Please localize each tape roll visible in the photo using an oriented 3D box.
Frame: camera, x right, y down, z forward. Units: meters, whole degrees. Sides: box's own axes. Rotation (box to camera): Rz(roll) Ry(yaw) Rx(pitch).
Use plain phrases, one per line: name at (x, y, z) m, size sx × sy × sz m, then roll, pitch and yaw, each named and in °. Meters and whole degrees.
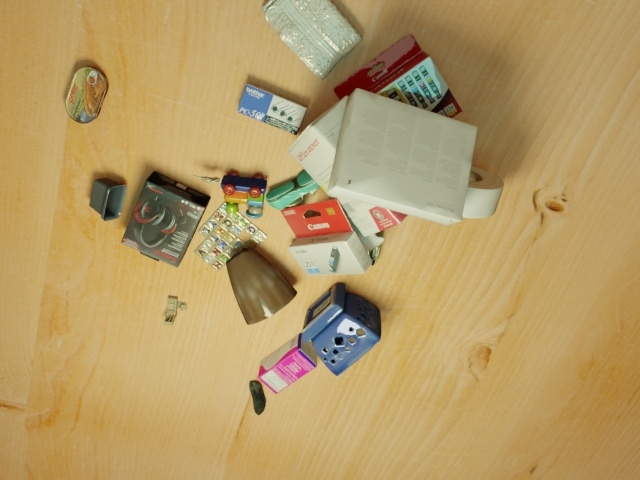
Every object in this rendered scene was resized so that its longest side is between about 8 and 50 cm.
tape roll at (0.432, -0.172, 1.763) m, size 0.286 × 0.286 × 0.100 m, roll 10°, pitch 115°, yaw -3°

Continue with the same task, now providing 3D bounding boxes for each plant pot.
plant pot at (0.070, 0.310, 2.027) m, size 0.212 × 0.236 × 0.236 m, roll 42°, pitch 109°, yaw -10°
plant pot at (-0.235, 0.148, 1.982) m, size 0.215 × 0.215 × 0.230 m, roll -30°, pitch 100°, yaw 14°

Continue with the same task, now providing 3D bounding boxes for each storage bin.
storage bin at (-0.736, -0.151, 1.908) m, size 0.091 × 0.098 × 0.135 m, roll 31°, pitch 115°, yaw 17°

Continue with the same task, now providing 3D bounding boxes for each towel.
towel at (-0.026, -0.655, 1.678) m, size 0.187 × 0.049 × 0.282 m, roll -41°, pitch 108°, yaw 18°

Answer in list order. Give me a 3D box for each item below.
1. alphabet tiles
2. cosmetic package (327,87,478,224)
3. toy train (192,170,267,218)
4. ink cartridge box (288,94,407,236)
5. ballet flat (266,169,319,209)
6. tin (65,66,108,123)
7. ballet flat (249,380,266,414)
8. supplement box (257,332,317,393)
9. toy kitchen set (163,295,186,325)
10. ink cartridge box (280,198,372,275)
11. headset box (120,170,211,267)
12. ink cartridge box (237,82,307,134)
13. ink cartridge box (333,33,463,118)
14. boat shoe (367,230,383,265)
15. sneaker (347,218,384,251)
alphabet tiles at (-0.345, 0.002, 2.009) m, size 0.198 × 0.009 × 0.237 m, roll 40°, pitch 109°, yaw -16°
cosmetic package at (0.232, -0.226, 1.541) m, size 0.378 × 0.097 × 0.284 m, roll 15°, pitch 78°, yaw -13°
toy train at (-0.311, -0.155, 1.894) m, size 0.248 × 0.105 × 0.143 m, roll 6°, pitch 128°, yaw -2°
ink cartridge box at (0.110, -0.218, 1.703) m, size 0.160 × 0.279 × 0.384 m, roll -45°, pitch 97°, yaw -17°
ballet flat at (-0.067, -0.179, 1.892) m, size 0.247 × 0.083 × 0.087 m, roll -27°, pitch 136°, yaw 13°
tin at (-0.755, -0.471, 1.784) m, size 0.106 × 0.040 × 0.189 m, roll 25°, pitch 113°, yaw -15°
ballet flat at (-0.262, 0.654, 2.296) m, size 0.057 × 0.049 × 0.173 m, roll -25°, pitch 123°, yaw -38°
supplement box at (-0.128, 0.485, 2.171) m, size 0.220 × 0.111 × 0.114 m, roll -36°, pitch 110°, yaw 17°
toy kitchen set at (-0.552, 0.270, 2.099) m, size 0.068 × 0.075 × 0.083 m, roll 8°, pitch 119°, yaw -4°
ink cartridge box at (0.000, 0.000, 1.882) m, size 0.296 × 0.066 × 0.261 m, roll -7°, pitch 121°, yaw 47°
headset box at (-0.545, -0.059, 1.928) m, size 0.218 × 0.110 × 0.293 m, roll 26°, pitch 112°, yaw -11°
ink cartridge box at (-0.156, -0.426, 1.787) m, size 0.207 × 0.046 × 0.097 m, roll 21°, pitch 112°, yaw -8°
ink cartridge box at (0.234, -0.439, 1.727) m, size 0.309 × 0.130 × 0.272 m, roll -33°, pitch 111°, yaw 16°
boat shoe at (0.193, 0.002, 1.963) m, size 0.068 × 0.072 × 0.189 m, roll -2°, pitch 114°, yaw 2°
sneaker at (0.122, -0.096, 1.895) m, size 0.129 × 0.111 × 0.297 m, roll -23°, pitch 102°, yaw 2°
